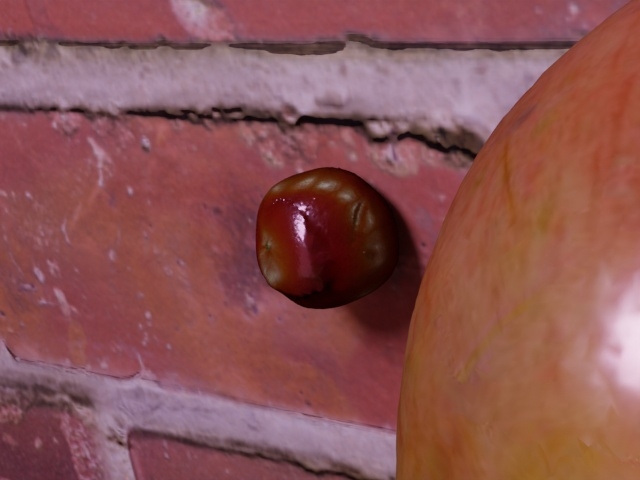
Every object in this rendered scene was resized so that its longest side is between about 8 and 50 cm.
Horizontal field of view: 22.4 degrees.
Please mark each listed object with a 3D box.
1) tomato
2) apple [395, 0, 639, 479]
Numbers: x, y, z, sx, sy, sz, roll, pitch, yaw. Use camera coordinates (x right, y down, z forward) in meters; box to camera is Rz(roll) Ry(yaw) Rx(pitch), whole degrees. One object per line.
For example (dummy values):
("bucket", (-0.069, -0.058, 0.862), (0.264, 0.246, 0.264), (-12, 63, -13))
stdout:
("tomato", (0.000, 0.000, 0.944), (0.087, 0.075, 0.087), (23, 125, 38))
("apple", (0.196, 0.073, 0.613), (0.364, 0.364, 0.364), (22, 125, 34))
